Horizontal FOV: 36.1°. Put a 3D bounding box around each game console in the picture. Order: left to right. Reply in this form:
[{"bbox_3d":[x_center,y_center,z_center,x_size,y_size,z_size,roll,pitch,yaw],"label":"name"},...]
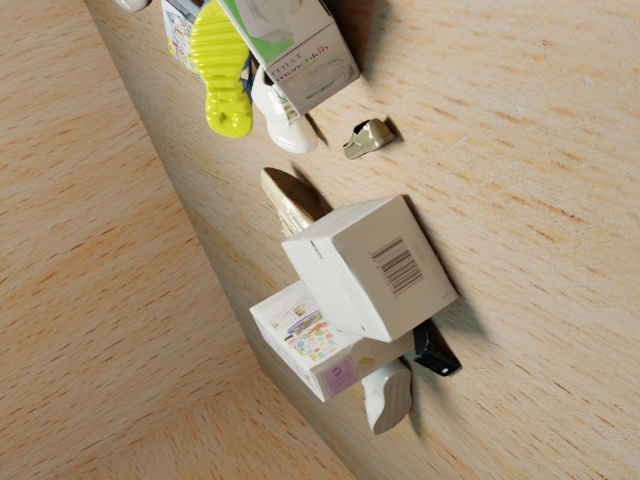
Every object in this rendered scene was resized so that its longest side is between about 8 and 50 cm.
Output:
[{"bbox_3d":[0.222,0.203,1.903,0.107,0.071,0.122,28,163,3],"label":"game console"}]

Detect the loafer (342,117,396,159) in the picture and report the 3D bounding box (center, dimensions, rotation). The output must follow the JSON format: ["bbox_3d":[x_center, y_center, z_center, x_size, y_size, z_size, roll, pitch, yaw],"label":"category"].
[{"bbox_3d":[0.075,-0.168,1.592,0.050,0.056,0.148,63,156,-7],"label":"loafer"}]

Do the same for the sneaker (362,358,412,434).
[{"bbox_3d":[0.131,0.322,2.300,0.169,0.108,0.293,53,155,33],"label":"sneaker"}]

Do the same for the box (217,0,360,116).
[{"bbox_3d":[-0.071,-0.350,1.472,0.262,0.126,0.231,57,-175,13],"label":"box"}]

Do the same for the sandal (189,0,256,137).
[{"bbox_3d":[-0.188,-0.369,2.001,0.317,0.126,0.138,92,-172,-46],"label":"sandal"}]

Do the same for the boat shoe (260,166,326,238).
[{"bbox_3d":[-0.044,-0.039,2.101,0.302,0.109,0.098,48,120,27],"label":"boat shoe"}]

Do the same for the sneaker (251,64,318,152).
[{"bbox_3d":[-0.073,-0.260,1.900,0.212,0.080,0.094,54,153,29],"label":"sneaker"}]

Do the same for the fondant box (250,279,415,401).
[{"bbox_3d":[0.023,0.181,2.090,0.330,0.238,0.096,36,152,60],"label":"fondant box"}]

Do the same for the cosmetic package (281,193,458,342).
[{"bbox_3d":[0.077,0.051,1.807,0.217,0.156,0.385,59,165,-4],"label":"cosmetic package"}]

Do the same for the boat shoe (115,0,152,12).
[{"bbox_3d":[-0.444,-0.698,2.219,0.132,0.130,0.356,-10,102,33],"label":"boat shoe"}]

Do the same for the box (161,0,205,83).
[{"bbox_3d":[-0.283,-0.451,2.228,0.159,0.044,0.233,41,162,11],"label":"box"}]
